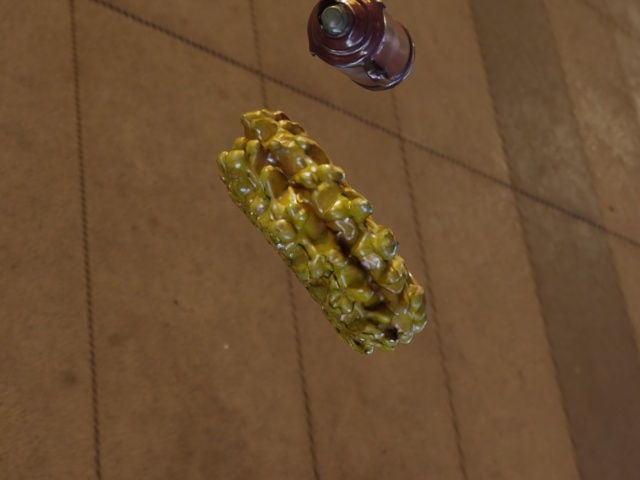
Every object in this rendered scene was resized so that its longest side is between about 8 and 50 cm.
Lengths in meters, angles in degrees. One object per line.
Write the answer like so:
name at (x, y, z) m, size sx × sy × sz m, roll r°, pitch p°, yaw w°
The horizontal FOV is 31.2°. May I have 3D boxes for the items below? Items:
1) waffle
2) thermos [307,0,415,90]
waffle at (0.000, 0.000, 0.816) m, size 0.193 × 0.070 × 0.197 m, roll 50°, pitch -6°, yaw 22°
thermos at (0.046, -0.232, 1.331) m, size 0.124 × 0.099 × 0.232 m, roll 61°, pitch 13°, yaw 7°
